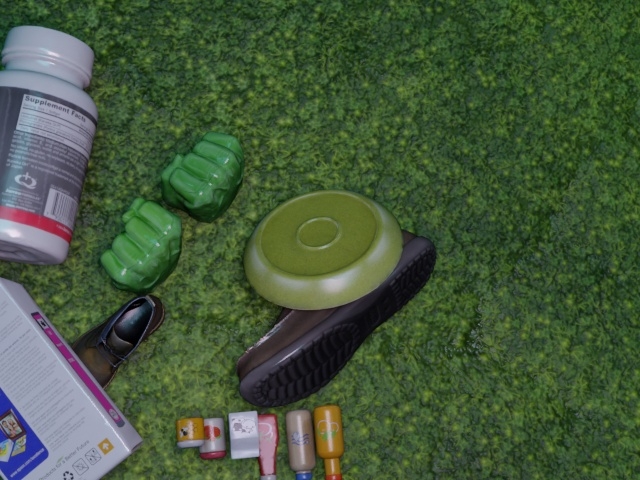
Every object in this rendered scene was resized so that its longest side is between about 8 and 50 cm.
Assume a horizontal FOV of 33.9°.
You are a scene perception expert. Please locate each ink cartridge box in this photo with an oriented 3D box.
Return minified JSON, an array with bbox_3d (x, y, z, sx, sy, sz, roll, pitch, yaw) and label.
[{"bbox_3d":[-0.428,0.195,1.460,0.175,0.069,0.371,-39,89,10],"label":"ink cartridge box"}]

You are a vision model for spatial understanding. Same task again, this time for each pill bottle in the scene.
[{"bbox_3d":[-0.421,-0.137,1.515,0.176,0.176,0.319,10,76,-4],"label":"pill bottle"}]

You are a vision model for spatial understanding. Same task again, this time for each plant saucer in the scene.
[{"bbox_3d":[0.000,0.000,1.535,0.240,0.037,0.241,-7,44,7],"label":"plant saucer"}]

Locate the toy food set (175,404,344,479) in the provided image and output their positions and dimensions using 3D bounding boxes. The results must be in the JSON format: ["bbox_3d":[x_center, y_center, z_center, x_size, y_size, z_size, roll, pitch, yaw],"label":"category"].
[{"bbox_3d":[-0.086,0.297,1.488,0.232,0.111,0.105,-4,77,-10],"label":"toy food set"}]

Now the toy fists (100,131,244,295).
[{"bbox_3d":[-0.212,-0.043,1.536,0.096,0.142,0.279,40,75,3],"label":"toy fists"}]

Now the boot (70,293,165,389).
[{"bbox_3d":[-0.311,0.154,1.497,0.082,0.106,0.219,42,76,2],"label":"boot"}]

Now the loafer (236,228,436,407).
[{"bbox_3d":[0.008,0.103,1.553,0.366,0.134,0.130,-38,57,-22],"label":"loafer"}]
